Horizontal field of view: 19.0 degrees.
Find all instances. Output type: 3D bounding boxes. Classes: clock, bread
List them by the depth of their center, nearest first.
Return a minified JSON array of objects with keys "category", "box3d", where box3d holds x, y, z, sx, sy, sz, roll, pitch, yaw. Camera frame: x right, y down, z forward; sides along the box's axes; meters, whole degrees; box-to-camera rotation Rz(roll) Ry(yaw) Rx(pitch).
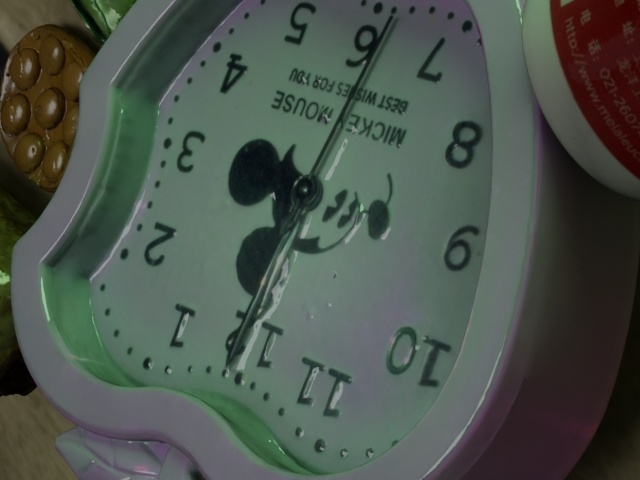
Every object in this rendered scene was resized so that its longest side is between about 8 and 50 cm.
[{"category":"clock","box3d":[0.000,0.000,0.947,0.338,0.102,0.339,-14,67,36]},{"category":"bread","box3d":[-0.172,-0.085,1.233,0.110,0.024,0.110,2,93,46]}]

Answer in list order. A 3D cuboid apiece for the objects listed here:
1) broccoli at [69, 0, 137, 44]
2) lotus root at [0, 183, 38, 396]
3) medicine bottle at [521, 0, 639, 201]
[{"category":"broccoli","box3d":[-0.164,-0.199,1.138,0.219,0.194,0.194,-35,62,-1]},{"category":"lotus root","box3d":[-0.256,0.010,1.238,0.260,0.145,0.128,40,129,33]},{"category":"medicine bottle","box3d":[0.208,-0.110,0.772,0.250,0.131,0.131,-27,74,43]}]
